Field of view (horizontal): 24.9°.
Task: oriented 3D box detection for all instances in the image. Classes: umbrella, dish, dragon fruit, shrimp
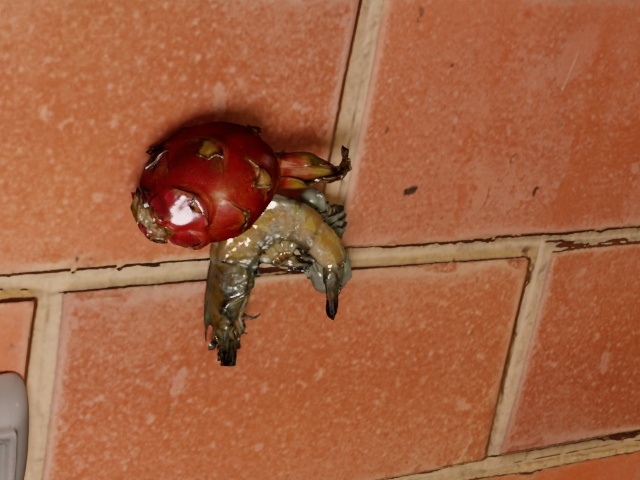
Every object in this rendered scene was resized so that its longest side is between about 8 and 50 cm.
[{"bbox_3d":[0.000,0.000,1.601,0.067,0.062,0.143,-7,131,5],"label":"umbrella"},{"bbox_3d":[-0.387,0.224,1.446,0.212,0.077,0.151,-6,117,-31],"label":"dish"},{"bbox_3d":[-0.076,-0.061,1.467,0.246,0.125,0.125,-9,91,-22],"label":"dragon fruit"},{"bbox_3d":[-0.052,0.050,1.569,0.150,0.051,0.217,11,117,-8],"label":"shrimp"}]
